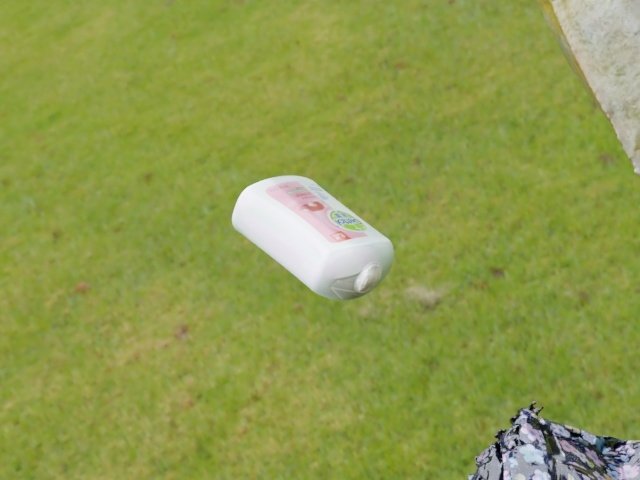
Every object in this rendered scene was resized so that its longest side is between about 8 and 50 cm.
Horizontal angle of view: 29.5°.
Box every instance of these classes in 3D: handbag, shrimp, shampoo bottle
[{"bbox_3d":[0.240,0.280,1.157,0.207,0.127,0.229,12,51,-12],"label":"handbag"},{"bbox_3d":[0.207,-0.128,0.696,0.168,0.317,0.077,-17,-8,-23],"label":"shrimp"},{"bbox_3d":[0.000,0.000,0.771,0.072,0.043,0.099,-9,38,-46],"label":"shampoo bottle"}]
